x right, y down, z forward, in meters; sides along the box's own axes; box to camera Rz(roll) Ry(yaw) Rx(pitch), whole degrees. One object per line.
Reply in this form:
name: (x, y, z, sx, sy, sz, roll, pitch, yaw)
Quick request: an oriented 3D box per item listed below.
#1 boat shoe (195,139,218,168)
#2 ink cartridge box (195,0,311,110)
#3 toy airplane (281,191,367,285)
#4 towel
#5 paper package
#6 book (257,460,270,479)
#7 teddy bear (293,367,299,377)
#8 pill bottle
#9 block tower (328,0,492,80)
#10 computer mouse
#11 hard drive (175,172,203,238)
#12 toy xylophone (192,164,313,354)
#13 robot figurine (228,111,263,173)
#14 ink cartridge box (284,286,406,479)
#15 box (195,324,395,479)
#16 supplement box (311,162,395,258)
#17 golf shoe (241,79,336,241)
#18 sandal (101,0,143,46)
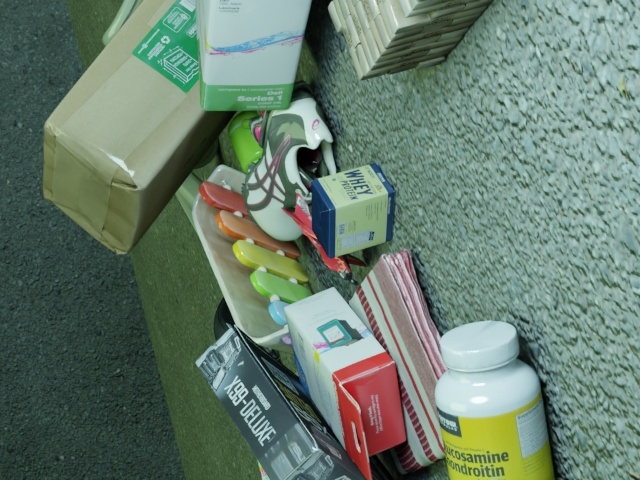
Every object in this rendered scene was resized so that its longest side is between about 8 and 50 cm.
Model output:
boat shoe: (-0.273, -0.293, 2.180, 0.113, 0.127, 0.340, 24, 139, 54)
ink cartridge box: (-0.082, -0.309, 1.465, 0.278, 0.117, 0.201, 108, 159, -63)
toy airplane: (0.000, 0.000, 1.565, 0.151, 0.028, 0.151, 45, -167, -13)
towel: (0.102, 0.162, 1.543, 0.329, 0.037, 0.237, 120, 130, -70)
paper package: (-0.238, -0.183, 1.773, 0.168, 0.325, 0.309, 35, 159, -1)
book: (-0.059, 0.414, 2.022, 0.096, 0.035, 0.144, 17, -126, -64)
teddy bear: (0.005, 0.351, 1.958, 0.245, 0.113, 0.338, 115, 144, -58)
pill bottle: (0.168, 0.177, 1.211, 0.103, 0.103, 0.184, -149, 45, -67)
block tower: (0.097, -0.238, 1.066, 0.335, 0.091, 0.097, 136, 117, -73)
computer mouse: (-0.145, 0.195, 2.323, 0.262, 0.060, 0.184, 60, 159, 29)
hard drive: (-0.156, 0.012, 2.137, 0.233, 0.047, 0.353, 64, 170, -25)
toy xylophone: (-0.070, 0.044, 1.801, 0.236, 0.081, 0.323, 14, -138, -57)
robot figurine: (-0.096, -0.143, 1.839, 0.101, 0.067, 0.115, 80, 168, -65)
ink cartridge box: (0.039, 0.179, 1.564, 0.231, 0.078, 0.134, -130, 24, -52)
box: (-0.009, 0.272, 1.644, 0.307, 0.076, 0.242, 44, -176, -46)
supplement box: (0.038, -0.035, 1.470, 0.083, 0.083, 0.056, 91, 157, -45)
golf shoe: (-0.038, -0.079, 1.655, 0.120, 0.105, 0.273, 52, 155, 35)
sandal: (-0.238, -0.407, 1.743, 0.086, 0.303, 0.120, 34, -168, 0)
